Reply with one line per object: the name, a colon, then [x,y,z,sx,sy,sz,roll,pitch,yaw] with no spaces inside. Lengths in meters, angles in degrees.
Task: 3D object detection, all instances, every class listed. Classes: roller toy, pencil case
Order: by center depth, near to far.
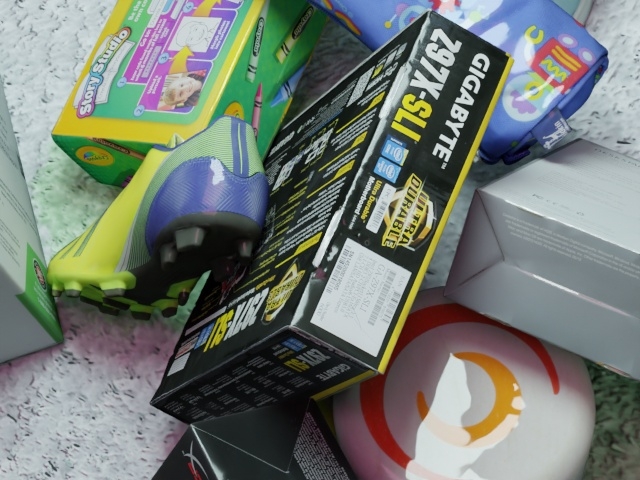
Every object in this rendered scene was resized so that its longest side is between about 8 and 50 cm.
roller toy: [0.105,0.145,1.397,0.209,0.146,0.191,39,68,21]
pencil case: [0.077,-0.182,1.458,0.306,0.119,0.133,41,83,5]

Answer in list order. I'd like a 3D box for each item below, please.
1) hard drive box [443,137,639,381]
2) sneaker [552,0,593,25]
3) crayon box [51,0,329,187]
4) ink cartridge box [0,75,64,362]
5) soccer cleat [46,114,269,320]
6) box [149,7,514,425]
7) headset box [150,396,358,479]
hard drive box: [0.221,0.011,1.387,0.181,0.232,0.089,24,111,20]
sneaker: [0.205,-0.328,1.588,0.135,0.150,0.366,8,68,13]
crayon box: [-0.091,-0.176,1.580,0.165,0.081,0.278,7,65,38]
ink cartridge box: [-0.321,-0.061,1.534,0.121,0.211,0.289,-19,63,3]
soccer cleat: [-0.125,-0.015,1.468,0.093,0.289,0.121,15,69,-28]
box: [0.000,0.000,1.387,0.079,0.322,0.257,28,67,-13]
headset box: [-0.060,0.283,1.313,0.110,0.293,0.218,-8,58,-38]
